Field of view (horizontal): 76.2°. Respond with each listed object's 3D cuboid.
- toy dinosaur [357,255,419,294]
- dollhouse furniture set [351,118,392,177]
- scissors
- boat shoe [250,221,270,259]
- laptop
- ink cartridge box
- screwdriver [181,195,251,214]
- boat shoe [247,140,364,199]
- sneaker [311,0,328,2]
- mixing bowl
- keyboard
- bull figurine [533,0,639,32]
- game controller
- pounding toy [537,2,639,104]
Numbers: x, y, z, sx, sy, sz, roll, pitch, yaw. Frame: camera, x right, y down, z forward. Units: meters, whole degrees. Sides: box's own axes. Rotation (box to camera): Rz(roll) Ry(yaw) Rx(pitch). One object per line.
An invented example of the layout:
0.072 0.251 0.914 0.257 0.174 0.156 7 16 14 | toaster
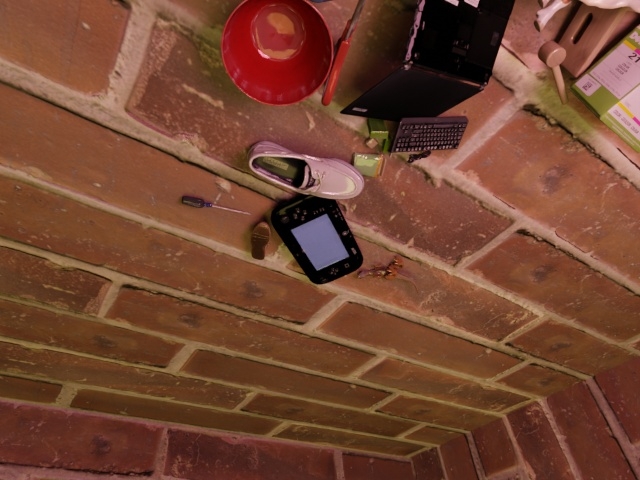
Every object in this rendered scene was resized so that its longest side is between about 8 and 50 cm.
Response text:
0.217 0.099 1.213 0.211 0.064 0.112 12 152 -5 | toy dinosaur
0.115 -0.187 0.894 0.076 0.059 0.152 2 136 -7 | dollhouse furniture set
0.044 -0.334 0.641 0.021 0.109 0.297 15 155 -7 | scissors
-0.156 -0.006 1.064 0.050 0.045 0.135 14 137 -8 | boat shoe
0.189 -0.333 0.718 0.234 0.136 0.265 -6 118 -38 | laptop
0.593 -0.296 0.680 0.188 0.097 0.255 13 135 -34 | ink cartridge box
-0.251 -0.085 0.996 0.169 0.024 0.025 7 106 -21 | screwdriver
-0.028 -0.143 0.883 0.267 0.088 0.096 19 115 -15 | boat shoe
0.104 -0.435 0.581 0.296 0.131 0.112 -29 88 20 | sneaker
-0.072 -0.335 0.693 0.181 0.098 0.182 -2 135 -2 | mixing bowl
0.228 -0.211 0.869 0.180 0.023 0.108 -8 139 -24 | keyboard
0.389 -0.427 0.581 0.188 0.101 0.311 -25 99 19 | bull figurine
0.000 0.000 1.071 0.166 0.067 0.319 -18 135 13 | game controller
0.471 -0.348 0.730 0.205 0.094 0.181 -4 142 -15 | pounding toy
